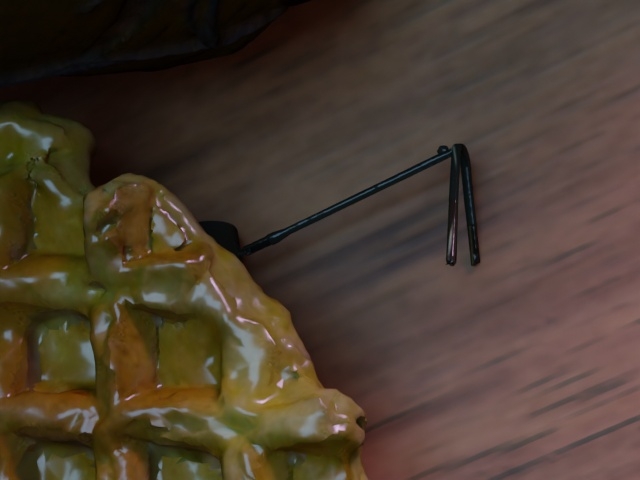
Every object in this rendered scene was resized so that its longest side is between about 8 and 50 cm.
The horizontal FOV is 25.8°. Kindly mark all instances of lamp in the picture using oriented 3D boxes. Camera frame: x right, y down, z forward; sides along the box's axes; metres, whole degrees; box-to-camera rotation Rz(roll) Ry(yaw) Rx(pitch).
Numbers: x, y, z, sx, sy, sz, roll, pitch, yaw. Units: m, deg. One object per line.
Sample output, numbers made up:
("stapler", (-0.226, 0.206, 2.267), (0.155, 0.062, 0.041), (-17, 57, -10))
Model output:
("lamp", (-0.001, 0.000, 0.525), (0.121, 0.041, 0.054), (-11, 67, 18))

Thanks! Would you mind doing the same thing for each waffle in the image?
("waffle", (-0.123, 0.121, 0.503), (0.325, 0.068, 0.302), (45, 100, 19))

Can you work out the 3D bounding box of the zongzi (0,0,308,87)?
("zongzi", (-0.211, -0.107, 0.514), (0.393, 0.356, 0.174), (-21, 77, 47))
